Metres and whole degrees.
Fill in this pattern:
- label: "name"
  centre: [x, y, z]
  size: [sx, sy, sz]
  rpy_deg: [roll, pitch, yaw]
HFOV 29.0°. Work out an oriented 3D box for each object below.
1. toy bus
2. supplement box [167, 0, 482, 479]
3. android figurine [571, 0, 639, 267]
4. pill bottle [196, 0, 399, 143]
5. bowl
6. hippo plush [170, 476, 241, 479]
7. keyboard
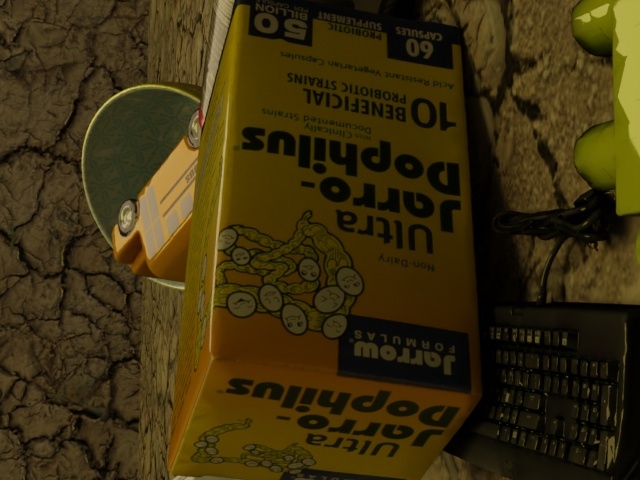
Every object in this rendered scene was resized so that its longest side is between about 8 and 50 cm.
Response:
- label: "toy bus"
  centre: [-0.127, -0.055, 1.487]
  size: [0.332, 0.108, 0.130]
  rpy_deg: [-46, 48, 35]
- label: "supplement box"
  centre: [0.000, 0.000, 0.990]
  size: [0.195, 0.194, 0.356]
  rpy_deg: [113, 162, -53]
- label: "android figurine"
  centre: [0.204, -0.100, 0.626]
  size: [0.273, 0.056, 0.248]
  rpy_deg: [171, 100, -76]
- label: "pill bottle"
  centre: [-0.015, -0.221, 1.184]
  size: [0.176, 0.176, 0.318]
  rpy_deg: [-109, 26, -51]
- label: "bowl"
  centre: [-0.165, -0.091, 1.690]
  size: [0.156, 0.289, 0.289]
  rpy_deg: [-34, -40, -53]
- label: "hippo plush"
  centre: [-0.038, 0.209, 1.193]
  size: [0.236, 0.294, 0.234]
  rpy_deg: [-69, -14, 3]
- label: "keyboard"
  centre: [0.139, 0.061, 0.838]
  size: [0.317, 0.033, 0.201]
  rpy_deg: [170, 110, -75]
